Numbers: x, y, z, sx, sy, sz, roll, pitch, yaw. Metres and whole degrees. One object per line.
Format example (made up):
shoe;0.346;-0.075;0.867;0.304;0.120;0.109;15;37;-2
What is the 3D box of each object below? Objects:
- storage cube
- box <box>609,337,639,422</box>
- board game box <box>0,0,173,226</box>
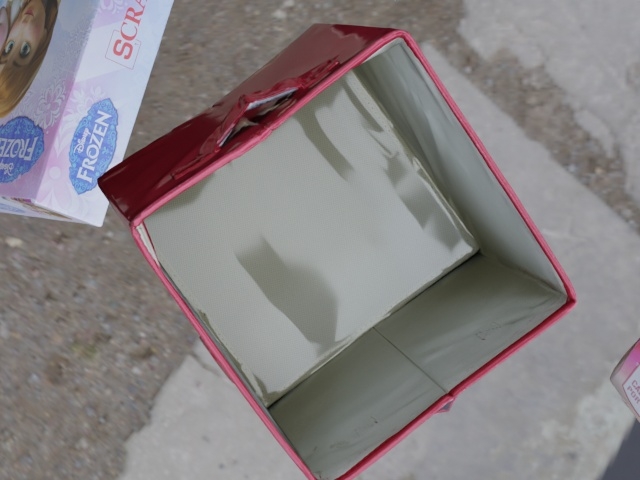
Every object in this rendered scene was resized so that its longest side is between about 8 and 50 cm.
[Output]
storage cube;0.000;0.000;0.829;0.183;0.193;0.215;-37;107;-6
box;0.250;0.094;0.400;0.154;0.142;0.300;-24;66;-26
board game box;-0.237;-0.179;1.207;0.065;0.318;0.318;22;81;-34
